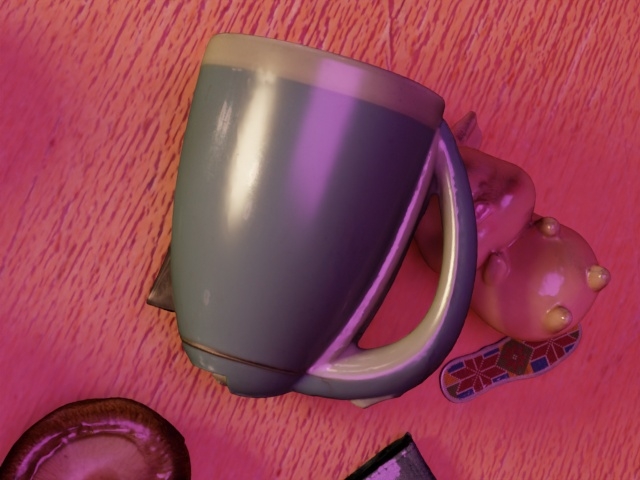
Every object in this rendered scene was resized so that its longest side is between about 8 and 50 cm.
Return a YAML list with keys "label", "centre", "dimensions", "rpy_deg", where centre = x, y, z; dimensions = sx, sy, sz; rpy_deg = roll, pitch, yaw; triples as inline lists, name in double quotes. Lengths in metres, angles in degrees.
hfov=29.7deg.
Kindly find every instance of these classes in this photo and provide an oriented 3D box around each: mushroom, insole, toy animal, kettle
- label: "mushroom"
  centre: [-0.223, 0.270, 1.188]
  dimensions: [0.194, 0.138, 0.231]
  rpy_deg: [12, 70, -2]
- label: "insole"
  centre: [0.222, 0.134, 1.393]
  dimensions: [0.193, 0.006, 0.065]
  rpy_deg: [-21, 91, -18]
- label: "toy animal"
  centre: [0.194, -0.002, 1.319]
  dimensions: [0.166, 0.154, 0.250]
  rpy_deg: [-42, 87, -19]
- label: "kettle"
  centre: [0.000, 0.000, 1.209]
  dimensions: [0.320, 0.247, 0.342]
  rpy_deg: [14, 89, 7]

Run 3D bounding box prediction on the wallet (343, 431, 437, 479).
- label: "wallet"
  centre: [0.127, 0.418, 1.316]
  dimensions: [0.191, 0.046, 0.379]
  rpy_deg: [-35, 95, -18]
